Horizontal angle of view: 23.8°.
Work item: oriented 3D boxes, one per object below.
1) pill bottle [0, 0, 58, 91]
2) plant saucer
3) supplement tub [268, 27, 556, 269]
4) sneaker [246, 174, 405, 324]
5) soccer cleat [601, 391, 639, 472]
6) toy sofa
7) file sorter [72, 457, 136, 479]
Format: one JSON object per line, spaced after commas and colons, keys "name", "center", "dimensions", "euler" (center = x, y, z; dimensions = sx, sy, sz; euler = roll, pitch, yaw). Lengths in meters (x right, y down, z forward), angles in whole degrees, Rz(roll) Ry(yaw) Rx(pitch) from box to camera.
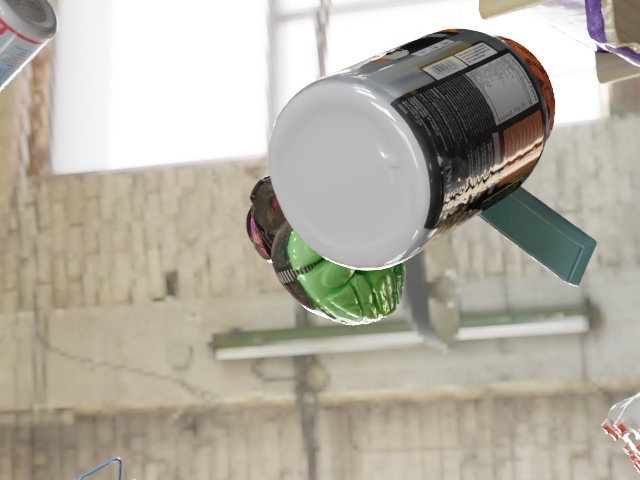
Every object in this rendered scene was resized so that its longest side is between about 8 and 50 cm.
{"name": "pill bottle", "center": [-0.351, -0.194, 1.565], "dimensions": [0.087, 0.160, 0.087], "euler": [38, -153, -23]}
{"name": "plant saucer", "center": [0.224, -0.025, 1.711], "dimensions": [0.018, 0.192, 0.067], "euler": [-23, -38, -40]}
{"name": "supplement tub", "center": [0.106, -0.105, 1.539], "dimensions": [0.316, 0.193, 0.193], "euler": [-29, -66, -53]}
{"name": "sneaker", "center": [0.000, 0.000, 1.935], "dimensions": [0.483, 0.202, 0.185], "euler": [-51, -49, -77]}
{"name": "soccer cleat", "center": [0.290, 0.155, 1.305], "dimensions": [0.068, 0.076, 0.196], "euler": [51, 179, 12]}
{"name": "toy sofa", "center": [0.327, -0.261, 1.782], "dimensions": [0.362, 0.150, 0.177], "euler": [13, -110, -56]}
{"name": "file sorter", "center": [-0.265, 0.390, 1.993], "dimensions": [0.118, 0.170, 0.104], "euler": [-27, -32, -29]}
